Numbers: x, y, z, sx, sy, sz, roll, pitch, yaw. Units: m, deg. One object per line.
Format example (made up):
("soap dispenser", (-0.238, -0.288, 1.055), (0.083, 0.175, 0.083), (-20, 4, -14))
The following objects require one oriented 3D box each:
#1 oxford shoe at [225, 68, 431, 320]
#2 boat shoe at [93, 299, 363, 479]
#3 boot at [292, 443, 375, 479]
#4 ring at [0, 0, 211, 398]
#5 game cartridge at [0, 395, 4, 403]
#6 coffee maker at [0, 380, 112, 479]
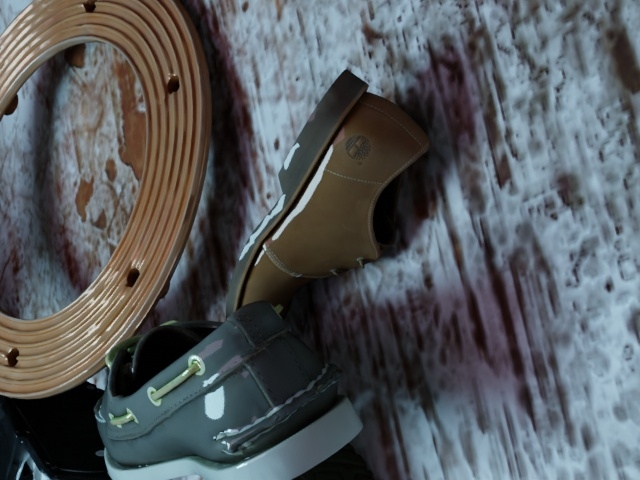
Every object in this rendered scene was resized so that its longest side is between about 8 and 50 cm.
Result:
("oxford shoe", (0.000, 0.000, 0.753), (0.076, 0.076, 0.212), (32, 135, 2))
("boat shoe", (-0.077, 0.090, 0.767), (0.091, 0.109, 0.305), (61, 155, -6))
("boot", (-0.026, 0.281, 0.770), (0.269, 0.089, 0.236), (-57, 36, 32))
("ring", (-0.195, -0.045, 0.965), (0.337, 0.032, 0.336), (-16, 66, 39))
("game cartridge", (-0.354, 0.250, 1.190), (0.230, 0.068, 0.354), (-5, 86, 46))
("coffee maker", (-0.211, 0.207, 0.988), (0.171, 0.120, 0.178), (-112, 39, -63))
